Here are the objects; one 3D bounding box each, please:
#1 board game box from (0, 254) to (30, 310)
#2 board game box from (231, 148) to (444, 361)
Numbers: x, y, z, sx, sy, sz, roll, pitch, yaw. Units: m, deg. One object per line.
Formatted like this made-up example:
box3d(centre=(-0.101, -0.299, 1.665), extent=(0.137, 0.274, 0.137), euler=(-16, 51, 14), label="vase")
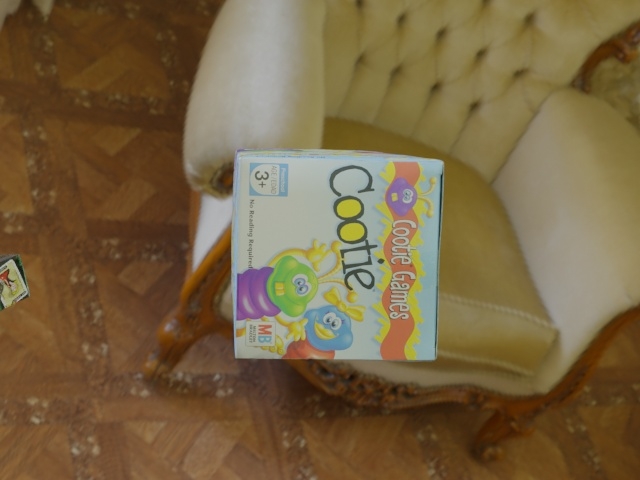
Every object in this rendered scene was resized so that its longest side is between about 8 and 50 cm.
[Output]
box3d(centre=(-0.294, 0.045, 0.590), extent=(0.136, 0.260, 0.030), euler=(-34, 114, -48), label="board game box")
box3d(centre=(0.000, 0.000, 0.861), extent=(0.142, 0.144, 0.275), euler=(1, 5, -6), label="board game box")
